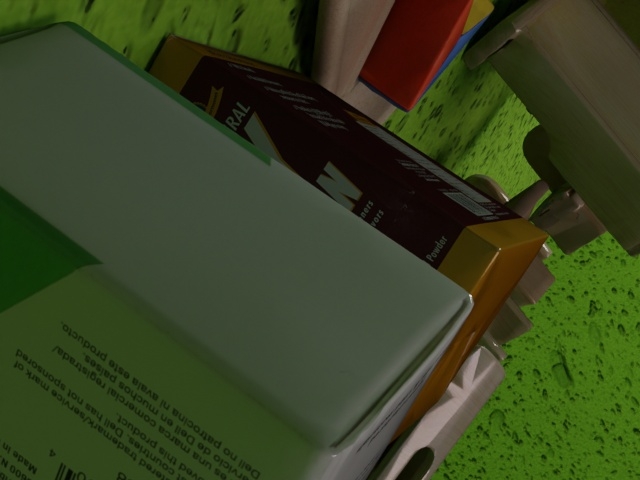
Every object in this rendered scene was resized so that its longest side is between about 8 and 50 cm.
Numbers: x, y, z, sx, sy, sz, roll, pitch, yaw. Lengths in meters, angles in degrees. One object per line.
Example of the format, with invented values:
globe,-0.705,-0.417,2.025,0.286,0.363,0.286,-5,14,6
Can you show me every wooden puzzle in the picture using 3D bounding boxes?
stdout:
wooden puzzle,0.116,-0.233,0.701,0.322,0.080,0.348,-50,165,-18

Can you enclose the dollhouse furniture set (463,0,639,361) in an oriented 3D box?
dollhouse furniture set,0.186,-0.055,1.217,0.394,0.256,0.362,-39,180,45

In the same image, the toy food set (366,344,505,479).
toy food set,-0.019,0.136,0.839,0.220,0.092,0.306,-52,-157,-9

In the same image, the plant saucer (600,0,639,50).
plant saucer,0.405,-0.195,1.216,0.081,0.333,0.333,-48,165,-20

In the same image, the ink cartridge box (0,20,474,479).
ink cartridge box,-0.103,0.091,0.470,0.121,0.211,0.289,-38,160,-53

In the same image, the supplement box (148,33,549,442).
supplement box,0.000,0.000,0.623,0.129,0.194,0.191,-58,166,12
